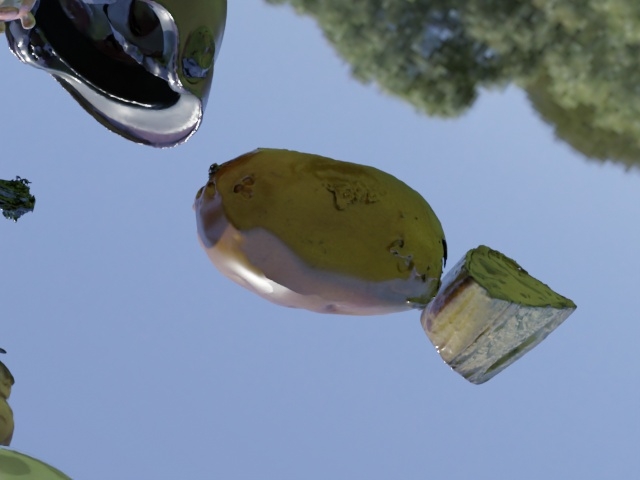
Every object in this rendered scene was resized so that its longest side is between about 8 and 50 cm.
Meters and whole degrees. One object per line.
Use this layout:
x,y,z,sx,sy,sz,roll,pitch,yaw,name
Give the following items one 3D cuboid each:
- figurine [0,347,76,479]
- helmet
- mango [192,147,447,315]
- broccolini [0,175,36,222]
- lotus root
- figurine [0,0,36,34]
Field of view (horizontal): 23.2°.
-0.315,0.253,1.367,0.253,0.211,0.361,13,-159,-34,figurine
-0.218,-0.278,1.699,0.271,0.197,0.338,10,151,37,helmet
0.000,0.000,1.471,0.248,0.156,0.151,17,-130,-9,mango
-0.362,-0.063,1.580,0.044,0.042,0.218,50,-169,26,broccolini
0.168,0.072,1.625,0.159,0.135,0.095,29,-159,-46,lotus root
-0.228,-0.192,1.097,0.081,0.098,0.146,9,150,19,figurine
